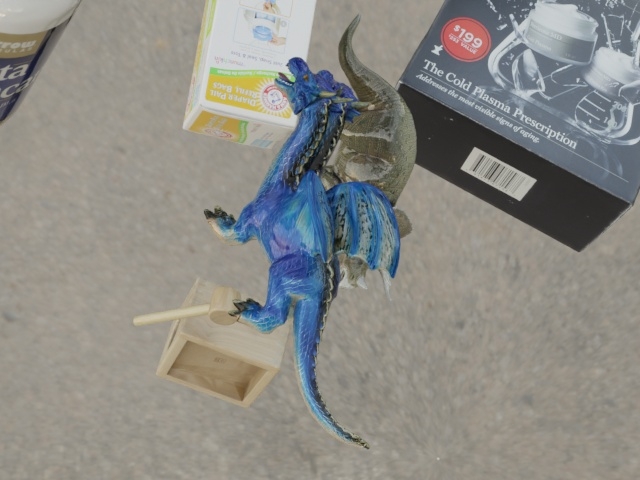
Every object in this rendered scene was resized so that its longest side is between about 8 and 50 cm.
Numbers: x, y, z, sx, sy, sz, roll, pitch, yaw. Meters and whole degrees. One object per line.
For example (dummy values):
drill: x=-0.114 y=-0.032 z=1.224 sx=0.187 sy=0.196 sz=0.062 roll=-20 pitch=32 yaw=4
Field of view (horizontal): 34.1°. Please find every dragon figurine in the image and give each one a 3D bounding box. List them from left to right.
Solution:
dragon figurine: x=0.000 y=0.000 z=0.776 sx=0.144 sy=0.085 sz=0.289 roll=-38 pitch=56 yaw=34

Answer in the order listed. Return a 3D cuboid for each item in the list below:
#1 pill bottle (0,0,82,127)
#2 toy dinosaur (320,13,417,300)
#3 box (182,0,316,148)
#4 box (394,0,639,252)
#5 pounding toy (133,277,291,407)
pill bottle: x=-0.172 y=-0.129 z=0.528 sx=0.094 sy=0.169 sz=0.094 roll=16 pitch=58 yaw=-27
toy dinosaur: x=0.054 y=-0.102 z=1.237 sx=0.160 sy=0.121 sz=0.313 roll=15 pitch=100 yaw=20
box: x=-0.072 y=-0.212 z=1.106 sx=0.103 sy=0.114 sz=0.203 roll=11 pitch=79 yaw=-14
box: x=0.302 y=-0.215 z=1.456 sx=0.343 sy=0.179 sz=0.312 roll=28 pitch=66 yaw=2
pounding toy: x=-0.128 y=0.095 z=1.254 sx=0.181 sy=0.206 sz=0.094 roll=22 pitch=53 yaw=-11
